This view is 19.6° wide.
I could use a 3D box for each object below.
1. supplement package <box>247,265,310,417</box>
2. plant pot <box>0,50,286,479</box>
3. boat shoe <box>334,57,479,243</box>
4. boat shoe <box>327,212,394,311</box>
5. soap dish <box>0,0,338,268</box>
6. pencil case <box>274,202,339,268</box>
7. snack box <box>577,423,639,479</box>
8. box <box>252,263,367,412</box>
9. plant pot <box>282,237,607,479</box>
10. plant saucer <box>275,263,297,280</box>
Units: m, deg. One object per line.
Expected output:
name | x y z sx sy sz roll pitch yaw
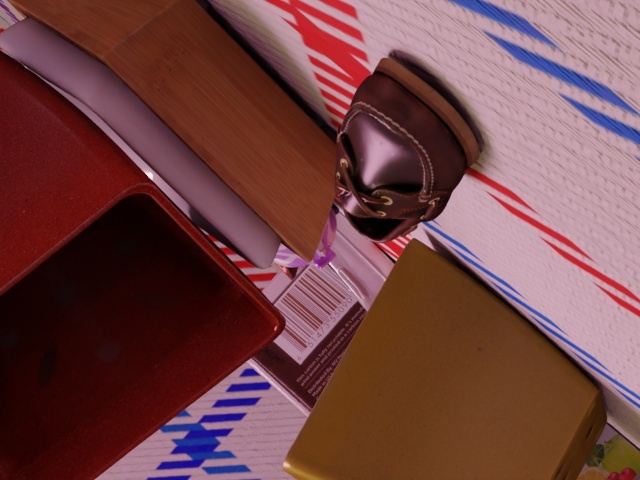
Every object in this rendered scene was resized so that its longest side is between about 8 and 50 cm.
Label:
supplement package | 0.039 0.159 2.367 0.293 0.175 0.177 42 177 3
plant pot | -0.231 0.015 1.398 0.236 0.267 0.267 54 -178 32
boat shoe | 0.042 -0.040 1.032 0.073 0.073 0.207 42 175 12
boat shoe | 0.000 0.000 1.873 0.184 0.063 0.066 41 176 4
soap dish | -0.117 -0.111 1.441 0.229 0.118 0.291 44 176 -28
pencil case | -0.042 -0.037 1.723 0.088 0.086 0.206 54 -178 25
snack box | 0.208 0.190 1.649 0.141 0.100 0.037 41 176 22
box | 0.050 0.131 2.026 0.167 0.168 0.203 38 175 32
plant pot | 0.118 0.155 1.524 0.187 0.212 0.212 28 172 18
plant saucer | -0.108 -0.069 2.162 0.259 0.048 0.258 46 177 5
